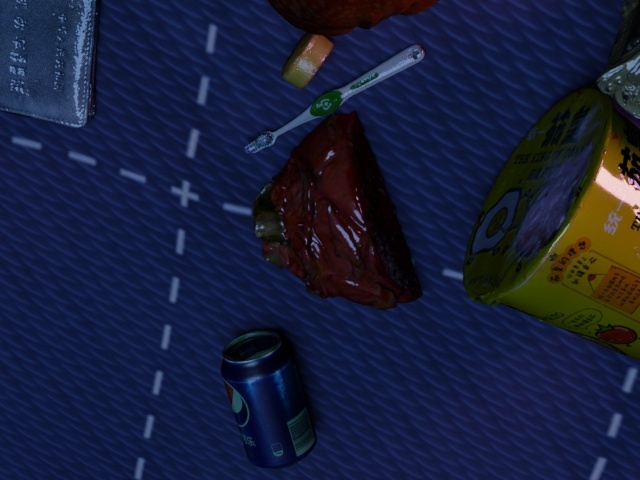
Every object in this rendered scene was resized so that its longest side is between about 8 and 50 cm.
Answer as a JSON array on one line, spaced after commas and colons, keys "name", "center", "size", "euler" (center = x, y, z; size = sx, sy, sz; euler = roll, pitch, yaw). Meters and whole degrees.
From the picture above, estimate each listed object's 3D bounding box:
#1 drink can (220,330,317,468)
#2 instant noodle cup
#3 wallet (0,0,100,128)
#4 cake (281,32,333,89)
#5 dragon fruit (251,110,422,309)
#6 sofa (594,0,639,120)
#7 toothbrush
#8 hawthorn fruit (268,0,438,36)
[{"name": "drink can", "center": [-0.082, 0.248, 2.133], "size": [0.118, 0.118, 0.204], "euler": [-7, 113, 17]}, {"name": "instant noodle cup", "center": [0.378, -0.005, 1.804], "size": [0.254, 0.325, 0.325], "euler": [30, 119, -13]}, {"name": "wallet", "center": [-0.403, -0.277, 1.991], "size": [0.167, 0.036, 0.222], "euler": [14, 118, 6]}, {"name": "cake", "center": [-0.019, -0.251, 1.889], "size": [0.044, 0.084, 0.084], "euler": [33, 119, -7]}, {"name": "dragon fruit", "center": [0.000, 0.000, 1.971], "size": [0.205, 0.152, 0.317], "euler": [-15, 112, 21]}, {"name": "sofa", "center": [0.481, -0.242, 1.681], "size": [0.200, 0.258, 0.182], "euler": [36, 132, -5]}, {"name": "toothbrush", "center": [0.017, -0.198, 1.941], "size": [0.304, 0.030, 0.030], "euler": [-28, 107, 21]}, {"name": "hawthorn fruit", "center": [0.027, -0.393, 1.711], "size": [0.275, 0.275, 0.299], "euler": [-39, 92, 26]}]
